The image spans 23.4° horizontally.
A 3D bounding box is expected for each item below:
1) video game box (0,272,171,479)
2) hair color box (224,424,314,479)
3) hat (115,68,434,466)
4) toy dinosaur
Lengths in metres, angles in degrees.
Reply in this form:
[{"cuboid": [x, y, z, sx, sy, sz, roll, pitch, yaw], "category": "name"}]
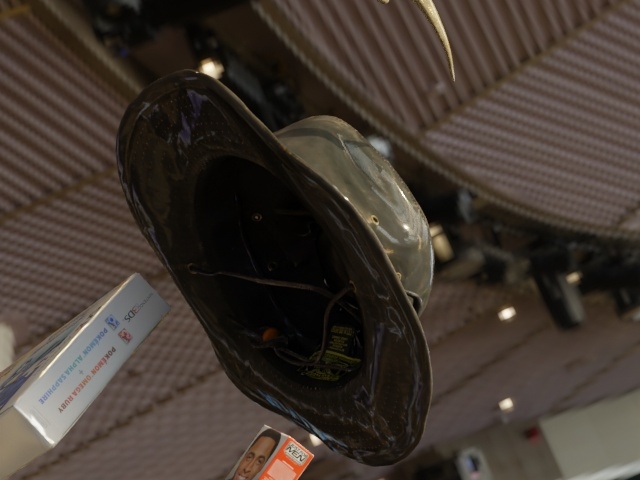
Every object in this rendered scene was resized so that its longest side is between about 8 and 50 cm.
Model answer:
[{"cuboid": [-0.227, 0.127, 1.175, 0.205, 0.048, 0.187, -34, 9, 35], "category": "video game box"}, {"cuboid": [-0.076, 0.279, 1.721, 0.043, 0.072, 0.141, 42, -104, -23], "category": "hair color box"}, {"cuboid": [0.000, 0.000, 1.163, 0.134, 0.331, 0.331, -35, -18, -29], "category": "hat"}, {"cuboid": [0.052, -0.199, 1.111, 0.053, 0.183, 0.092, -38, -3, 18], "category": "toy dinosaur"}]
